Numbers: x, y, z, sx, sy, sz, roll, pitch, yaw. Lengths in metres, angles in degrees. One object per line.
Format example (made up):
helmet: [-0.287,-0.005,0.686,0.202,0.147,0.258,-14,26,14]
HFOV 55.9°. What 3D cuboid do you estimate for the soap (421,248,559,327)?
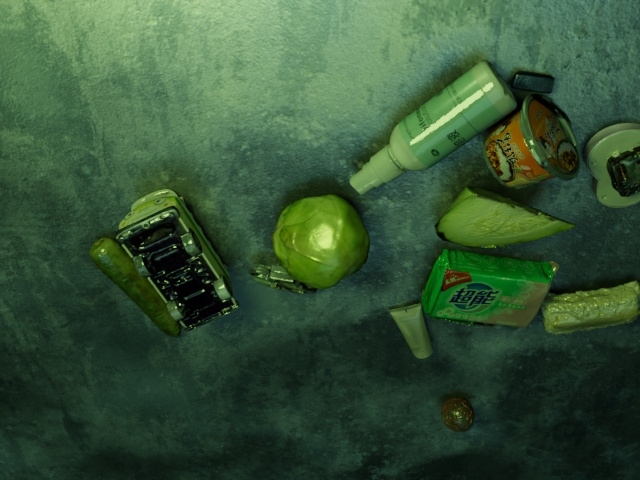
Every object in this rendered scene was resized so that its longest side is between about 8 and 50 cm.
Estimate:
soap: [0.397,0.112,1.447,0.274,0.098,0.217,8,123,-8]

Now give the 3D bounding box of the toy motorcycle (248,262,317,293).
toy motorcycle: [-0.074,0.094,1.453,0.194,0.061,0.124,6,163,14]

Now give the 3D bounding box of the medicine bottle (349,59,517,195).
medicine bottle: [0.204,-0.201,1.183,0.352,0.110,0.110,-35,121,26]

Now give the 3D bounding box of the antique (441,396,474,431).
antique: [0.404,0.512,1.772,0.104,0.104,0.104,1,129,1]

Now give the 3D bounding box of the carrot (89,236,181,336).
carrot: [-0.445,0.132,1.503,0.074,0.074,0.358,-18,128,15]

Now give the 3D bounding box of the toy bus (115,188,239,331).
toy bus: [-0.314,0.033,1.347,0.143,0.179,0.305,-25,126,3]

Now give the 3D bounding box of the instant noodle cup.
instant noodle cup: [0.398,-0.178,1.171,0.126,0.208,0.177,-26,84,45]

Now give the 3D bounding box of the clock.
clock: [0.647,-0.153,1.242,0.172,0.064,0.198,-21,127,19]

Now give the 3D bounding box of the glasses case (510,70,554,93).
glasses case: [0.404,-0.303,1.150,0.083,0.023,0.033,7,121,-6]

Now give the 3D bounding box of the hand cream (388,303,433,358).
hand cream: [0.250,0.242,1.590,0.087,0.054,0.186,-15,121,19]

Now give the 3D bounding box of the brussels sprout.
brussels sprout: [0.000,0.000,1.319,0.223,0.161,0.223,6,112,16]

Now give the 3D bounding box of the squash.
squash: [0.371,-0.025,1.299,0.237,0.204,0.154,18,104,-13]

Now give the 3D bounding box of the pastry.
pastry: [0.677,0.169,1.496,0.259,0.089,0.121,-7,141,11]
